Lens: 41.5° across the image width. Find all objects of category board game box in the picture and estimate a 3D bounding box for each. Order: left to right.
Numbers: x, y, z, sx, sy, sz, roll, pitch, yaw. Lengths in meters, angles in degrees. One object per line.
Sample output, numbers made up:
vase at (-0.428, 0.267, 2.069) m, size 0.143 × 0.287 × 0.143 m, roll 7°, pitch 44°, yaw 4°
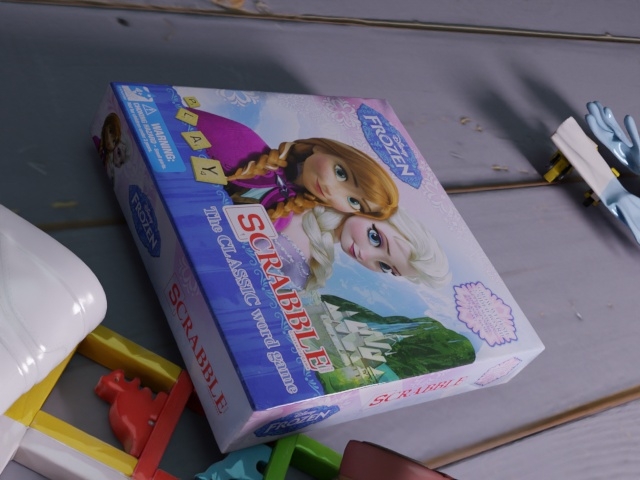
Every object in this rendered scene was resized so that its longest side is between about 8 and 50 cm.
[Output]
board game box at (0.000, 0.000, 0.742) m, size 0.318 × 0.066 × 0.319 m, roll -5°, pitch 55°, yaw -39°

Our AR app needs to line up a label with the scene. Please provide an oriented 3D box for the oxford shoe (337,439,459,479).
oxford shoe at (0.135, 0.274, 0.617) m, size 0.348 × 0.123 × 0.130 m, roll 32°, pitch 73°, yaw -16°

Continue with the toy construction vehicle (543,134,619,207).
toy construction vehicle at (0.330, -0.084, 1.070) m, size 0.086 × 0.035 × 0.098 m, roll 42°, pitch 53°, yaw 5°

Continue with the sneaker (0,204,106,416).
sneaker at (-0.301, 0.017, 0.519) m, size 0.292 × 0.108 × 0.169 m, roll 30°, pitch 44°, yaw 4°

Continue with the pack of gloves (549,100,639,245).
pack of gloves at (0.401, -0.078, 1.058) m, size 0.232 × 0.046 × 0.195 m, roll 52°, pitch 38°, yaw 0°

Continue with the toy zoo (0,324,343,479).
toy zoo at (-0.123, 0.171, 0.573) m, size 0.293 × 0.030 × 0.192 m, roll 30°, pitch 44°, yaw -8°
